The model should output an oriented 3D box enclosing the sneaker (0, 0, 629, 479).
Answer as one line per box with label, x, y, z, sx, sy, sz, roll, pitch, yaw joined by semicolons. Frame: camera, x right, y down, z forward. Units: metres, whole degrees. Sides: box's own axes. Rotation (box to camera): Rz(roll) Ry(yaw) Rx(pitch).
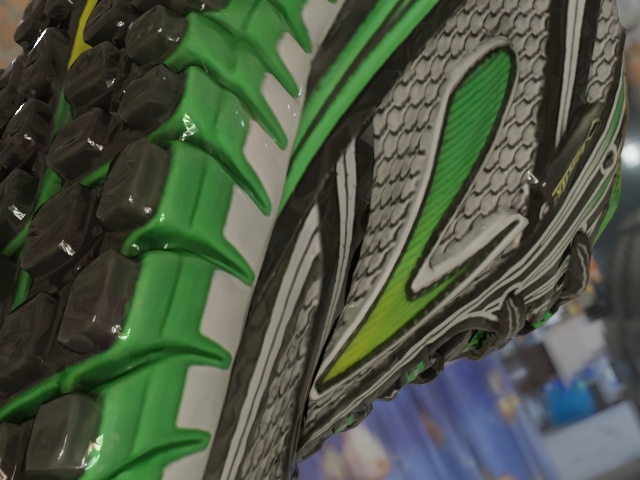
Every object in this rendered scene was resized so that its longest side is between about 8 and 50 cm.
sneaker;0.000;0.000;0.412;0.134;0.146;0.343;-16;45;54
